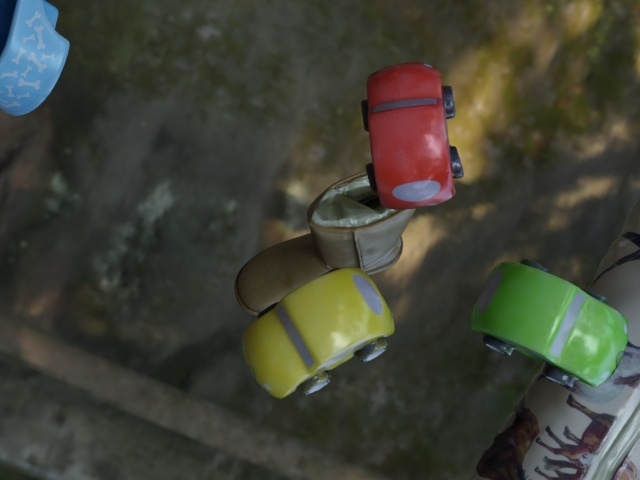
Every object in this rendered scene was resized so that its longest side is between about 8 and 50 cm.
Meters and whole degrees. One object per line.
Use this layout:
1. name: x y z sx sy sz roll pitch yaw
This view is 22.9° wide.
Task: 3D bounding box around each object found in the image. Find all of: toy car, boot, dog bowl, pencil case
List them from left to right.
1. dog bowl: -0.364 -0.304 1.913 0.166 0.074 0.297 10 -94 48
2. boot: 0.000 0.000 1.884 0.236 0.089 0.269 -24 168 -5
3. toy car: 0.087 0.021 0.988 0.239 0.225 0.053 -64 169 -7
4. pencil case: 0.301 0.136 1.560 0.410 0.160 0.183 -57 -177 -12
